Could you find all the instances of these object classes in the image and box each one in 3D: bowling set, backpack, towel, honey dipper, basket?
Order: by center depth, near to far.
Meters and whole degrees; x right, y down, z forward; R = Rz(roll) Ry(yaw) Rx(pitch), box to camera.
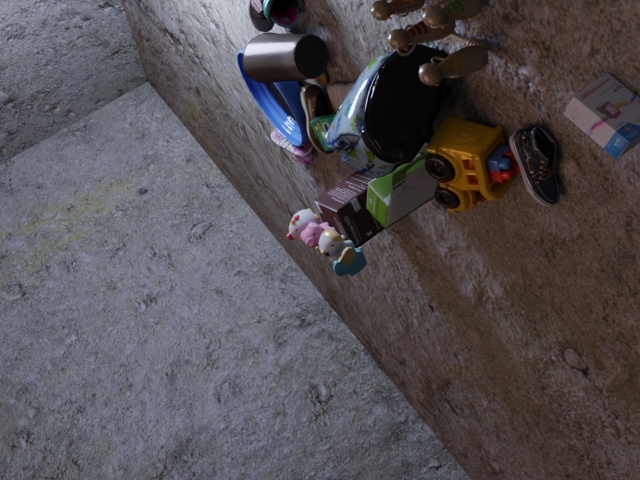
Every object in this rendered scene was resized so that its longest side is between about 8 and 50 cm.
[{"bbox_3d":[0.209,-0.461,1.227,0.287,0.154,0.200,53,156,32],"label":"bowling set"},{"bbox_3d":[0.288,-0.427,1.329,0.160,0.030,0.030,44,161,42],"label":"honey dipper"},{"bbox_3d":[0.152,-0.294,1.558,0.273,0.290,0.355,20,173,7],"label":"backpack"},{"bbox_3d":[-0.094,-0.558,1.924,0.227,0.204,0.154,18,124,49],"label":"basket"},{"bbox_3d":[0.119,-0.352,1.932,0.187,0.049,0.282,23,145,60],"label":"towel"}]

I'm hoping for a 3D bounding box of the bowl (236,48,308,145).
[{"bbox_3d":[-0.155,-0.523,2.266,0.391,0.077,0.391,51,170,13],"label":"bowl"}]

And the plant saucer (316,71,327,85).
[{"bbox_3d":[-0.002,-0.527,1.985,0.083,0.015,0.083,50,163,21],"label":"plant saucer"}]

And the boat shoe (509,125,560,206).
[{"bbox_3d":[0.462,-0.151,1.312,0.183,0.065,0.083,59,165,-10],"label":"boat shoe"}]

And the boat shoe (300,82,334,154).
[{"bbox_3d":[0.006,-0.393,2.101,0.095,0.095,0.257,28,149,47],"label":"boat shoe"}]

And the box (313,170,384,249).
[{"bbox_3d":[0.122,-0.106,2.140,0.167,0.203,0.168,29,150,56],"label":"box"}]

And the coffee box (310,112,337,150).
[{"bbox_3d":[0.045,-0.341,1.982,0.113,0.040,0.184,59,159,-17],"label":"coffee box"}]

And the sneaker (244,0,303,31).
[{"bbox_3d":[-0.133,-0.685,1.871,0.178,0.124,0.295,60,165,17],"label":"sneaker"}]

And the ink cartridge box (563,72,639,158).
[{"bbox_3d":[0.491,-0.212,1.064,0.122,0.088,0.052,49,163,22],"label":"ink cartridge box"}]

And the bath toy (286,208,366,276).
[{"bbox_3d":[0.000,0.000,2.099,0.348,0.129,0.151,38,157,46],"label":"bath toy"}]

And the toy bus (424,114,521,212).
[{"bbox_3d":[0.373,-0.162,1.455,0.211,0.149,0.220,18,145,40],"label":"toy bus"}]

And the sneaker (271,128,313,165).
[{"bbox_3d":[-0.106,-0.368,2.483,0.236,0.095,0.104,41,166,38],"label":"sneaker"}]

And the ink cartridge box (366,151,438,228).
[{"bbox_3d":[0.229,-0.174,1.721,0.097,0.189,0.255,49,162,26],"label":"ink cartridge box"}]
